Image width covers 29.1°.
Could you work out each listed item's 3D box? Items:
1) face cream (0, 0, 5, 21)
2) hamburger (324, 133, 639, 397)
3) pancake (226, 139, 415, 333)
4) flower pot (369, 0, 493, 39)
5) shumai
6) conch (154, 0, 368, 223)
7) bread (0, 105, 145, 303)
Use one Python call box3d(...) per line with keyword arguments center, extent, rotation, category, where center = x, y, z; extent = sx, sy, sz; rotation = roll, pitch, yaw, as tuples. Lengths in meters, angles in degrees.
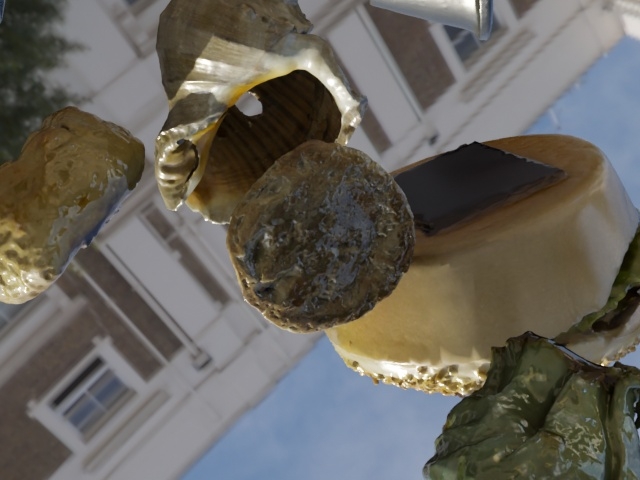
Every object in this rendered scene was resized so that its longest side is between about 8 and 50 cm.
box3d(center=(-0.294, -0.354, 1.083), extent=(0.135, 0.086, 0.385), rotation=(-41, -137, 53), category="face cream")
box3d(center=(0.141, 0.027, 1.060), extent=(0.302, 0.170, 0.302), rotation=(-16, -160, 6), category="hamburger")
box3d(center=(0.000, 0.000, 0.843), extent=(0.139, 0.139, 0.022), rotation=(-39, -150, -5), category="pancake")
box3d(center=(0.142, -0.393, 1.636), extent=(0.166, 0.269, 0.269), rotation=(-5, -136, 5), category="flower pot")
box3d(center=(0.160, 0.145, 0.754), extent=(0.142, 0.184, 0.184), rotation=(-52, -139, -9), category="shumai")
box3d(center=(-0.079, -0.177, 1.472), extent=(0.324, 0.263, 0.186), rotation=(-63, 177, 35), category="conch")
box3d(center=(-0.312, -0.047, 1.392), extent=(0.244, 0.134, 0.244), rotation=(-42, -166, 12), category="bread")
